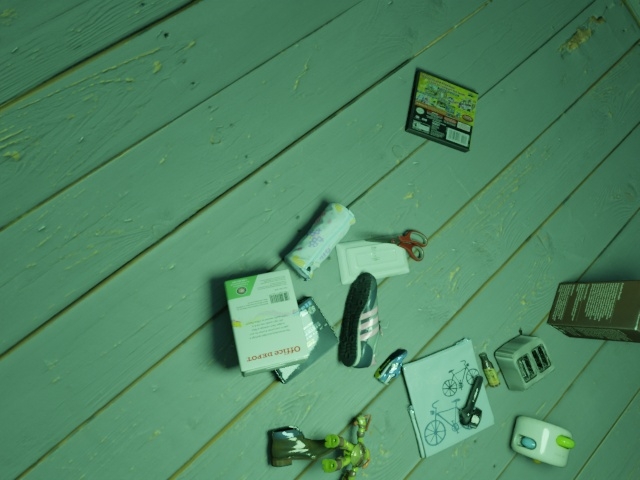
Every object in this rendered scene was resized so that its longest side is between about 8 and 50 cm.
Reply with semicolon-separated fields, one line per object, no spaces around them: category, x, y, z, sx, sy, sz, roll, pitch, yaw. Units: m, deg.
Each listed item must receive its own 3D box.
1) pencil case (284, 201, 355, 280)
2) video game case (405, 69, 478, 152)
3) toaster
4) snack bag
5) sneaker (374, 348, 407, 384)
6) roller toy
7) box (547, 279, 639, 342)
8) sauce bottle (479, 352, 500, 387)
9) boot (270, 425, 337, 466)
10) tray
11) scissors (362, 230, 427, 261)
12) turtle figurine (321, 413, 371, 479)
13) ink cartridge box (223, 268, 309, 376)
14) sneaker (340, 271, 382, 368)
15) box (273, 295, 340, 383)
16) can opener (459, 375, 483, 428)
pencil case;0.000;0.000;1.649;0.113;0.124;0.273;42;71;-10
video game case;0.470;-0.495;1.925;0.274;0.035;0.248;15;79;-17
toaster;0.762;0.450;1.877;0.168;0.110;0.186;-24;92;-22
snack bag;0.451;0.556;1.792;0.322;0.037;0.343;-16;90;-21
sneaker;0.252;0.435;1.727;0.144;0.053;0.059;-43;98;-10
roller toy;0.799;0.733;1.816;0.191;0.209;0.146;14;76;18
box;1.060;0.261;1.862;0.143;0.381;0.191;29;75;-15
sauce bottle;0.627;0.481;1.862;0.042;0.042;0.128;-25;90;-21
boot;-0.053;0.631;1.576;0.219;0.082;0.106;-8;89;-19
tray;0.190;0.063;1.760;0.270;0.030;0.145;-8;85;-21
scissors;0.268;-0.007;1.764;0.297;0.021;0.109;18;74;-30
turtle figurine;0.096;0.685;1.576;0.217;0.087;0.270;25;80;-47
ink cartridge box;-0.165;0.248;1.506;0.201;0.117;0.278;-11;68;-12
sneaker;0.156;0.272;1.696;0.131;0.112;0.319;18;80;-34
box;-0.078;0.318;1.615;0.232;0.059;0.183;-33;95;-19
can opener;0.543;0.571;1.779;0.073;0.059;0.186;19;65;9
